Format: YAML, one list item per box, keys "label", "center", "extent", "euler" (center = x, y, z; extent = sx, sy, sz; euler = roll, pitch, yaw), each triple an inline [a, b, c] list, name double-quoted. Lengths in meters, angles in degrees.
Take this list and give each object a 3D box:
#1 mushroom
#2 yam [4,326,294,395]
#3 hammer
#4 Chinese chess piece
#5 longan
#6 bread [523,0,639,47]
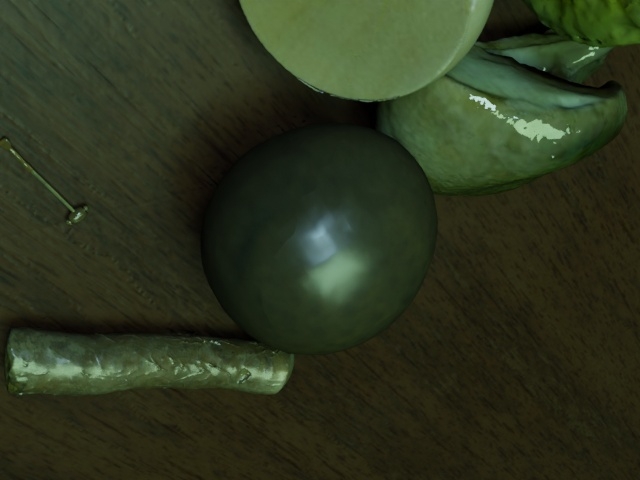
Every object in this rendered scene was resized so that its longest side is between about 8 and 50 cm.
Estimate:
- label: "mushroom"
  center: [0.222, -0.117, 0.992]
  extent: [0.292, 0.212, 0.217]
  euler: [-25, 140, -35]
- label: "yam"
  center: [-0.197, 0.150, 1.027]
  extent: [0.357, 0.081, 0.081]
  euler: [7, 117, -28]
- label: "hammer"
  center: [-0.288, -0.062, 0.886]
  extent: [0.029, 0.014, 0.123]
  euler: [-43, 127, -7]
- label: "Chinese chess piece"
  center: [0.040, -0.253, 0.794]
  extent: [0.097, 0.251, 0.251]
  euler: [-59, 146, -44]
- label: "longan"
  center: [0.000, 0.000, 0.926]
  extent: [0.258, 0.258, 0.258]
  euler: [-13, 125, -19]
- label: "bread"
  center: [0.335, -0.364, 0.798]
  extent: [0.308, 0.348, 0.348]
  euler: [-22, 128, -11]
